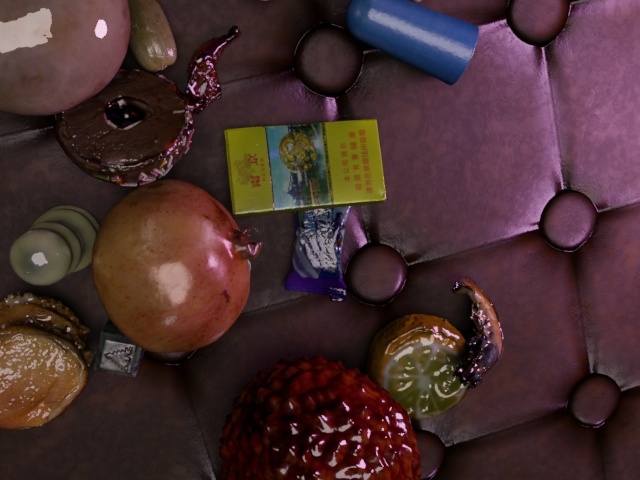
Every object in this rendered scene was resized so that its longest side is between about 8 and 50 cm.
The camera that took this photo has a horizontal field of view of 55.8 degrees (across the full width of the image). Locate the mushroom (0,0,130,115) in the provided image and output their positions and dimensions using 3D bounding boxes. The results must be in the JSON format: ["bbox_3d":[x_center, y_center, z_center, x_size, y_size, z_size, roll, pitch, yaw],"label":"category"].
[{"bbox_3d":[-0.522,-0.394,1.069,0.362,0.294,0.363,0,89,-12],"label":"mushroom"}]

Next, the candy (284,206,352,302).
[{"bbox_3d":[0.000,0.000,1.364,0.145,0.070,0.275,6,97,-3],"label":"candy"}]

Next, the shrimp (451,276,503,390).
[{"bbox_3d":[0.346,0.201,1.378,0.054,0.290,0.222,-18,104,36],"label":"shrimp"}]

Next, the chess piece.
[{"bbox_3d":[-0.520,0.016,1.183,0.144,0.251,0.145,-2,101,-10],"label":"chess piece"}]

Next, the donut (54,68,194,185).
[{"bbox_3d":[-0.376,-0.220,1.181,0.269,0.103,0.270,3,59,-5],"label":"donut"}]

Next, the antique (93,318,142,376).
[{"bbox_3d":[-0.414,0.213,1.275,0.086,0.183,0.088,12,98,-11],"label":"antique"}]

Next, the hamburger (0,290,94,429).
[{"bbox_3d":[-0.593,0.234,1.236,0.245,0.211,0.261,-13,109,-14],"label":"hamburger"}]

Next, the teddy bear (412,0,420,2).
[{"bbox_3d":[0.228,-0.557,1.269,0.213,0.133,0.111,-12,123,-21],"label":"teddy bear"}]

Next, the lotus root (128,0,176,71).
[{"bbox_3d":[-0.347,-0.426,1.203,0.090,0.077,0.183,-18,88,-9],"label":"lotus root"}]

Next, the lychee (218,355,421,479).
[{"bbox_3d":[0.015,0.481,1.275,0.424,0.424,0.500,-41,85,0],"label":"lychee"}]

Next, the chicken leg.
[{"bbox_3d":[-0.234,-0.359,1.264,0.093,0.053,0.205,13,107,-35],"label":"chicken leg"}]

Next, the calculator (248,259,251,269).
[{"bbox_3d":[-0.212,0.068,1.364,0.095,0.021,0.153,32,95,-14],"label":"calculator"}]

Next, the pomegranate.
[{"bbox_3d":[-0.271,0.044,1.187,0.338,0.338,0.339,-2,101,-9],"label":"pomegranate"}]

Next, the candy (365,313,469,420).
[{"bbox_3d":[0.234,0.301,1.438,0.259,0.118,0.260,-1,102,-7],"label":"candy"}]

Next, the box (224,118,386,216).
[{"bbox_3d":[-0.033,-0.159,1.313,0.334,0.047,0.187,-6,85,-8],"label":"box"}]

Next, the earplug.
[{"bbox_3d":[0.183,-0.442,1.281,0.272,0.132,0.133,20,97,-9],"label":"earplug"}]
